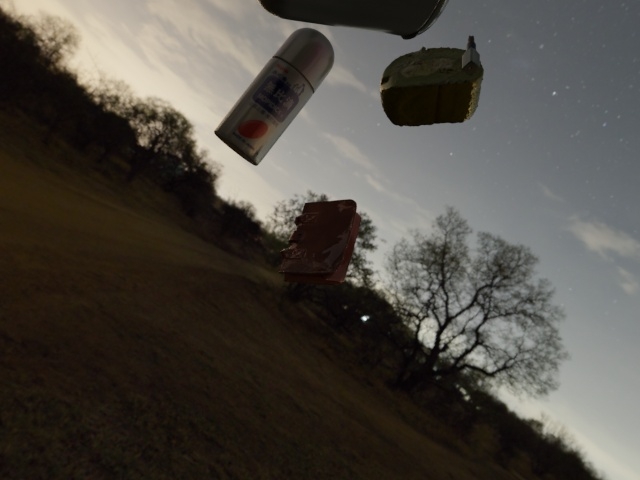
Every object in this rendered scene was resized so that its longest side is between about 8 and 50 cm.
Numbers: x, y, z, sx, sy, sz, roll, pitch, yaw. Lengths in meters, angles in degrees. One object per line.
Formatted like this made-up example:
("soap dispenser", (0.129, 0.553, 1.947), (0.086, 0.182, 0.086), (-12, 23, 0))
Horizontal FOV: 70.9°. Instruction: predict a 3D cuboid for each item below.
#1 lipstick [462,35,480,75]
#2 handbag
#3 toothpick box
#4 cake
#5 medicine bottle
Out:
("lipstick", (0.292, -0.366, 0.873), (0.025, 0.107, 0.025), (29, -36, -22))
("handbag", (0.000, 0.000, 1.044), (0.158, 0.212, 0.059), (2, -37, 24))
("toothpick box", (0.033, -0.480, 0.737), (0.356, 0.262, 0.263), (-3, 7, -19))
("cake", (0.291, -0.410, 1.205), (0.261, 0.179, 0.156), (0, -41, 9))
("medicine bottle", (-0.097, -0.347, 1.062), (0.130, 0.340, 0.130), (38, -3, 2))
